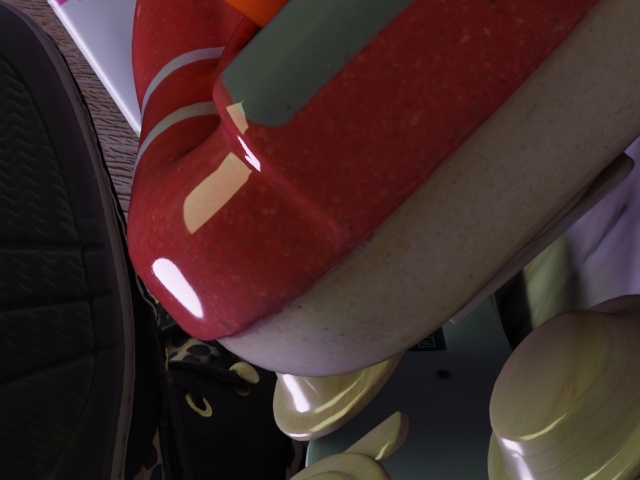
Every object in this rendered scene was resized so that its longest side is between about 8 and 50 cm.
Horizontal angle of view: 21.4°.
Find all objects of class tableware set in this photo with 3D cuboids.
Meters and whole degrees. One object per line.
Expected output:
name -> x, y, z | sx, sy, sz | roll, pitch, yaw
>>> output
tableware set -> 0.027, 0.031, 0.401 | 0.141, 0.020, 0.168 | -38, 27, 30

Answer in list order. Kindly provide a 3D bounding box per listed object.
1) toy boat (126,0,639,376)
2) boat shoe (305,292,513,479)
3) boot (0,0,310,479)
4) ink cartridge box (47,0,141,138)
toy boat -> -0.011, -0.080, 0.408 | 0.151, 0.151, 0.231 | -45, 16, 10
boat shoe -> 0.029, 0.065, 0.500 | 0.183, 0.065, 0.083 | -87, -2, -54
boot -> -0.096, 0.075, 0.743 | 0.284, 0.138, 0.377 | -47, -53, -73
ink cartridge box -> -0.065, -0.174, 0.724 | 0.278, 0.117, 0.201 | 58, -165, -28
